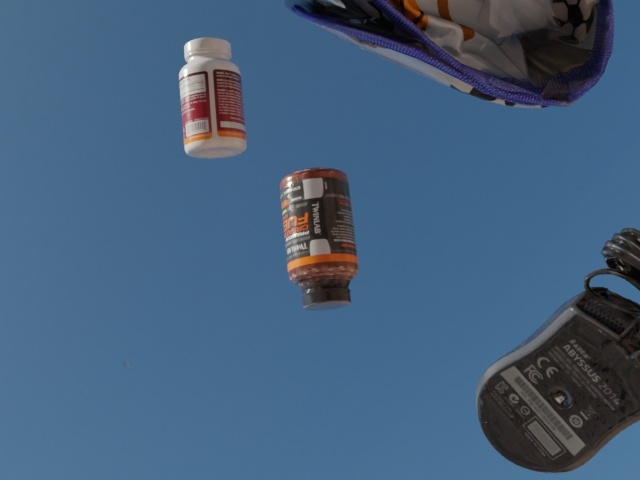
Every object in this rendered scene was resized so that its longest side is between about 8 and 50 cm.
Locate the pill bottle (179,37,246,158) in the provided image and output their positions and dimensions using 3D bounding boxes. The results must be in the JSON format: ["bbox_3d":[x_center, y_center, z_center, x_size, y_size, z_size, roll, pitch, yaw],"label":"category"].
[{"bbox_3d":[-0.149,-0.194,1.140,0.086,0.086,0.152,-2,-96,-24],"label":"pill bottle"}]

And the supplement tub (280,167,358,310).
[{"bbox_3d":[0.000,0.000,1.215,0.106,0.198,0.106,-6,-14,-2],"label":"supplement tub"}]

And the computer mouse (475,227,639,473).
[{"bbox_3d":[0.248,0.117,0.732,0.072,0.188,0.272,-29,-12,-44],"label":"computer mouse"}]

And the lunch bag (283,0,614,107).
[{"bbox_3d":[0.050,-0.278,0.637,0.239,0.328,0.385,-35,-72,7],"label":"lunch bag"}]
